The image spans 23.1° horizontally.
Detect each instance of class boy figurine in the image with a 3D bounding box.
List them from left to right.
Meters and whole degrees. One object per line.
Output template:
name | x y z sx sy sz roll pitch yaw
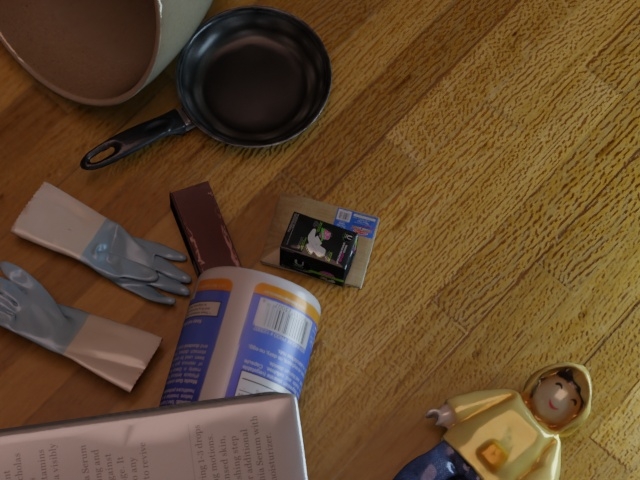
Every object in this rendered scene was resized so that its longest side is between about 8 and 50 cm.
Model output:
boy figurine | 0.207 0.245 1.791 0.285 0.092 0.177 -34 71 -9

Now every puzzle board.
puzzle board | 0.000 0.000 1.920 0.128 0.011 0.096 15 69 4

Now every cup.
cup | -0.245 -0.363 1.918 0.331 0.331 0.237 40 48 13

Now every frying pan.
frying pan | -0.122 -0.154 1.954 0.197 0.053 0.326 35 74 11

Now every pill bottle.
pill bottle | -0.102 0.180 1.775 0.152 0.152 0.272 14 70 4

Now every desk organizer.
desk organizer | -0.138 -0.003 1.899 0.050 0.047 0.130 -19 71 -11

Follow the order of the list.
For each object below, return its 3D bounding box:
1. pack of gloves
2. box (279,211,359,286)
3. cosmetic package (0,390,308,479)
pack of gloves | -0.283 0.060 1.885 0.232 0.046 0.195 27 60 5
box | -0.002 0.011 1.875 0.083 0.062 0.052 19 68 7
cosmetic package | -0.240 0.293 1.574 0.453 0.161 0.230 -6 86 -10
